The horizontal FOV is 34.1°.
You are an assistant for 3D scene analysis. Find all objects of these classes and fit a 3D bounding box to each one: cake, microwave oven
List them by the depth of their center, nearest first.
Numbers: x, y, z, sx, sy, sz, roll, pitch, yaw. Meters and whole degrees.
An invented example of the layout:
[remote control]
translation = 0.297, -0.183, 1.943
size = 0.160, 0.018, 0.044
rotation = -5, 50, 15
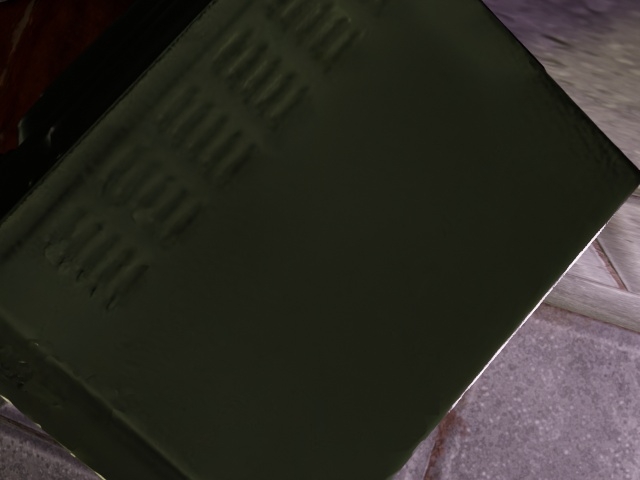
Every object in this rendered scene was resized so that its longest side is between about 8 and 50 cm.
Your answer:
[microwave oven]
translation = -0.048, -0.014, 0.482
size = 0.181, 0.237, 0.295
rotation = 43, 171, -13
[cake]
translation = -0.152, -0.084, 0.746
size = 0.177, 0.151, 0.283
rotation = 25, 170, -34
